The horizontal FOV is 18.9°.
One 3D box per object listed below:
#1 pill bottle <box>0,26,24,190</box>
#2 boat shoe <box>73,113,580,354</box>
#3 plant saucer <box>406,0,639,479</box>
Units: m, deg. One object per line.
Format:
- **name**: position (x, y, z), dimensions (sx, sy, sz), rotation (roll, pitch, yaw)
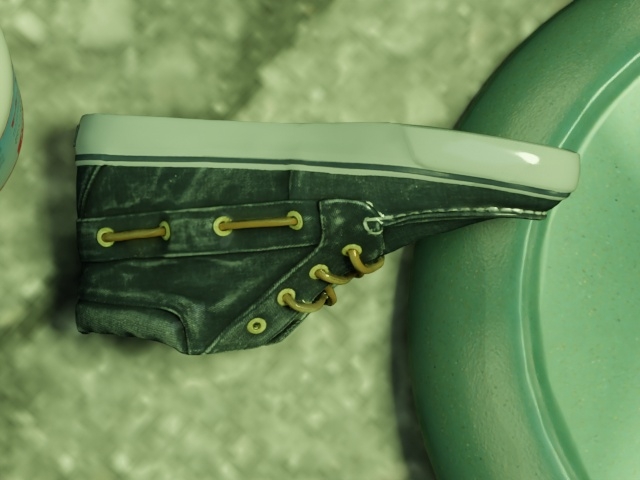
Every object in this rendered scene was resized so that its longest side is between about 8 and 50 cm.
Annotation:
- **pill bottle**: position (-0.143, -0.048, 0.632), dimensions (0.087, 0.160, 0.087), rotation (1, 86, -7)
- **boat shoe**: position (0.000, 0.000, 0.684), dimensions (0.183, 0.065, 0.083), rotation (3, 91, 15)
- **plant saucer**: position (0.192, 0.030, 0.704), dimensions (0.317, 0.044, 0.318), rotation (1, 78, -3)
